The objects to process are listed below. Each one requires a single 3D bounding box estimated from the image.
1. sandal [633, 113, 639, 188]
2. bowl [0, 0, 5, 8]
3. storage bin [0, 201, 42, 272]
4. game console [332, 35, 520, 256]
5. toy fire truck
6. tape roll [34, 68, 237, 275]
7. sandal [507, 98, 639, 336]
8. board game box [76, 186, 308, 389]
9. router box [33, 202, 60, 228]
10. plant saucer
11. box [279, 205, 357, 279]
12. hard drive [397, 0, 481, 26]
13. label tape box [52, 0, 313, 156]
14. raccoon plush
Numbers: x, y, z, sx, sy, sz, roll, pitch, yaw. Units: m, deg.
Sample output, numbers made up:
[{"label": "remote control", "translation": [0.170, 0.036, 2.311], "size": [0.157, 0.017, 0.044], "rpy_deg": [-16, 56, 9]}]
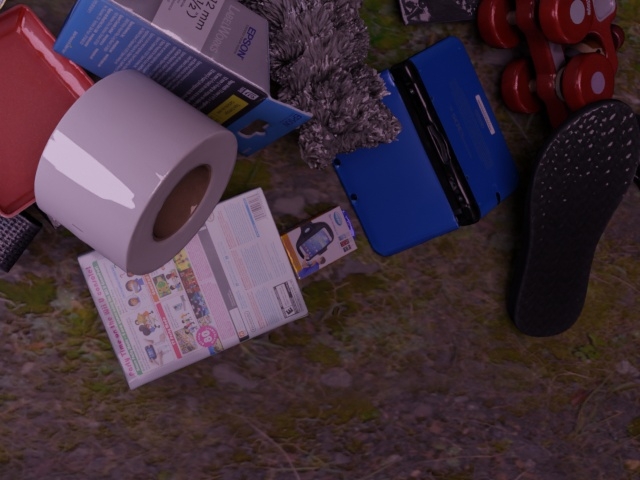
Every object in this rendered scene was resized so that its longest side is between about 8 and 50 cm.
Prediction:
[{"label": "sandal", "translation": [0.608, -0.127, 1.727], "size": [0.097, 0.054, 0.254], "rpy_deg": [-39, 103, -9]}, {"label": "bowl", "translation": [-0.537, -0.387, 1.394], "size": [0.170, 0.080, 0.170], "rpy_deg": [-1, 95, -14]}, {"label": "storage bin", "translation": [-0.510, -0.041, 1.407], "size": [0.180, 0.122, 0.084], "rpy_deg": [36, 85, -15]}, {"label": "game console", "translation": [0.168, -0.161, 1.625], "size": [0.250, 0.173, 0.293], "rpy_deg": [-35, 105, -41]}, {"label": "toy fire truck", "translation": [0.424, -0.351, 1.606], "size": [0.254, 0.169, 0.302], "rpy_deg": [-38, 117, -28]}, {"label": "tape roll", "translation": [-0.256, -0.096, 1.345], "size": [0.169, 0.246, 0.246], "rpy_deg": [35, 85, 12]}, {"label": "sandal", "translation": [0.403, -0.042, 1.616], "size": [0.168, 0.107, 0.445], "rpy_deg": [4, 120, -13]}, {"label": "board game box", "translation": [-0.202, 0.071, 1.511], "size": [0.303, 0.097, 0.224], "rpy_deg": [-22, 99, -13]}, {"label": "router box", "translation": [-0.395, -0.091, 1.476], "size": [0.122, 0.038, 0.092], "rpy_deg": [-41, 104, -9]}, {"label": "plant saucer", "translation": [-0.449, -0.186, 1.389], "size": [0.258, 0.048, 0.259], "rpy_deg": [50, 51, -4]}, {"label": "box", "translation": [0.000, 0.000, 1.582], "size": [0.136, 0.028, 0.081], "rpy_deg": [-28, 103, -20]}, {"label": "hard drive", "translation": [0.192, -0.490, 1.589], "size": [0.172, 0.054, 0.254], "rpy_deg": [-9, 97, -13]}, {"label": "label tape box", "translation": [-0.192, -0.271, 1.397], "size": [0.348, 0.249, 0.115], "rpy_deg": [27, 71, -20]}, {"label": "raccoon plush", "translation": [-0.025, -0.294, 1.361], "size": [0.216, 0.446, 0.299], "rpy_deg": [-24, 70, 8]}]
